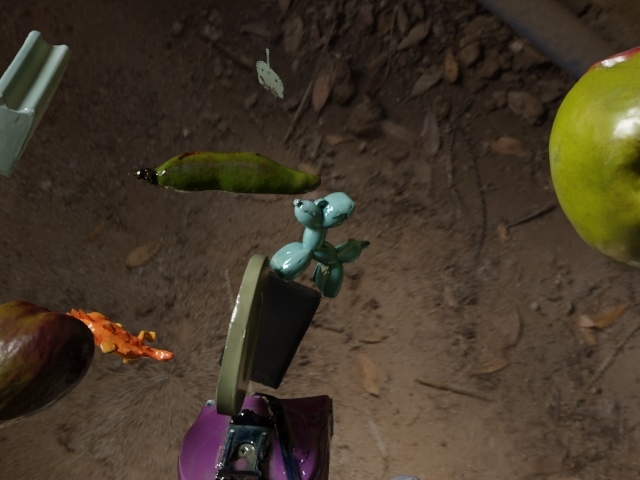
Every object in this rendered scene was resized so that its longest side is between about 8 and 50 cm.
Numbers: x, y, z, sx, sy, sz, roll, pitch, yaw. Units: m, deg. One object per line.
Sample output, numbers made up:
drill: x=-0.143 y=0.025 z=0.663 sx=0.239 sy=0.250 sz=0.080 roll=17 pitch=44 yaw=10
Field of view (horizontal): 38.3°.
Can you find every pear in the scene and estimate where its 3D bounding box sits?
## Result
pear: x=0.442 y=-0.110 z=1.163 sx=0.288 sy=0.375 sz=0.287 roll=3 pitch=98 yaw=20

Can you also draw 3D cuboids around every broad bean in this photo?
broad bean: x=-0.166 y=-0.119 z=1.629 sx=0.339 sy=0.061 sz=0.077 roll=1 pitch=73 yaw=-4

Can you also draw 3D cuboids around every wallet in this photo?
wallet: x=-0.094 y=0.161 z=1.628 sx=0.124 sy=0.244 sz=0.025 roll=24 pitch=35 yaw=-1

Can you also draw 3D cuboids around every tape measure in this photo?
tape measure: x=-0.098 y=0.335 z=1.400 sx=0.232 sy=0.149 sz=0.245 roll=1 pitch=45 yaw=2

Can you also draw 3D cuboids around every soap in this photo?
soap: x=-0.403 y=-0.185 z=1.237 sx=0.067 sy=0.198 sz=0.119 roll=25 pitch=123 yaw=-16

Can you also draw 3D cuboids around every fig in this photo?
fig: x=-0.446 y=0.199 z=1.279 sx=0.170 sy=0.145 sz=0.274 roll=24 pitch=59 yaw=30

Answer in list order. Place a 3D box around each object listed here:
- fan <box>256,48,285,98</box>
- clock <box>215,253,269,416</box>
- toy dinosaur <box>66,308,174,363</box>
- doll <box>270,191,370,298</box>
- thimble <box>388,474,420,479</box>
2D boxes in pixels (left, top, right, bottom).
fan: x=-0.066 y=-0.222 z=1.213 sx=0.004 sy=0.083 sz=0.056 roll=-40 pitch=66 yaw=-22
clock: x=-0.110 y=0.135 z=1.321 sx=0.029 sy=0.235 sz=0.234 roll=11 pitch=80 yaw=2
toy dinosaur: x=-0.396 y=0.163 z=1.642 sx=0.288 sy=0.117 sz=0.070 roll=17 pitch=77 yaw=13
doll: x=0.000 y=0.000 z=1.388 sx=0.159 sy=0.059 sz=0.158 roll=32 pitch=100 yaw=-36
thimble: x=0.122 y=0.392 z=1.084 sx=0.217 sy=0.245 sz=0.157 roll=30 pitch=74 yaw=33
